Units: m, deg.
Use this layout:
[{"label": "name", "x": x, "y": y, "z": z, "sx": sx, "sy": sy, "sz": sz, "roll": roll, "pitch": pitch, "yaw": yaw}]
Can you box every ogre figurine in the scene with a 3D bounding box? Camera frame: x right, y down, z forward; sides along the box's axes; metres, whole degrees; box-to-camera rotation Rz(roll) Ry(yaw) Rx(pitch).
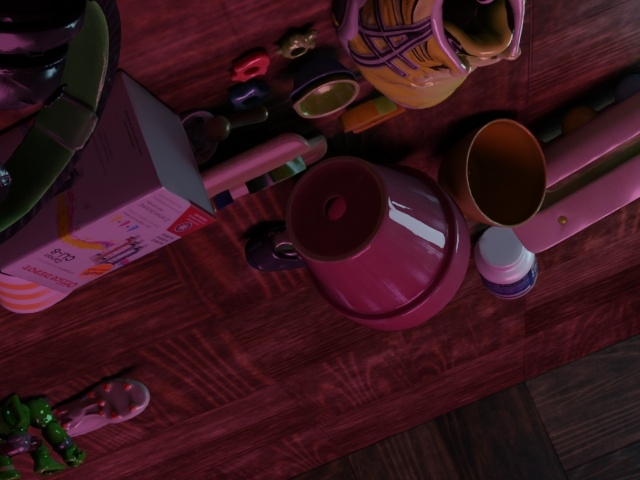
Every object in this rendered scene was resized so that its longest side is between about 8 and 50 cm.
[{"label": "ogre figurine", "x": -0.447, "y": 0.294, "z": 1.884, "sx": 0.197, "sy": 0.118, "sz": 0.097, "roll": -12, "pitch": 163, "yaw": -22}]

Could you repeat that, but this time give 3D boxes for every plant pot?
[{"label": "plant pot", "x": 0.203, "y": -0.081, "z": 1.609, "sx": 0.134, "sy": 0.134, "sz": 0.095, "roll": -9, "pitch": -177, "yaw": -34}, {"label": "plant pot", "x": 0.054, "y": -0.009, "z": 1.508, "sx": 0.201, "sy": 0.201, "sz": 0.180, "roll": -28, "pitch": 154, "yaw": 16}]

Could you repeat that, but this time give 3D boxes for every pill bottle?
[{"label": "pill bottle", "x": 0.291, "y": 0.030, "z": 2.020, "sx": 0.094, "sy": 0.094, "sz": 0.169, "roll": -24, "pitch": 161, "yaw": 5}]

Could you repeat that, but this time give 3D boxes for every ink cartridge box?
[{"label": "ink cartridge box", "x": -0.215, "y": -0.049, "z": 1.204, "sx": 0.176, "sy": 0.127, "sz": 0.128, "roll": -25, "pitch": 161, "yaw": 12}]

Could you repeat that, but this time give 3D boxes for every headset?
[{"label": "headset", "x": -0.239, "y": -0.083, "z": 0.885, "sx": 0.243, "sy": 0.185, "sz": 0.394, "roll": -62, "pitch": 165, "yaw": 9}]

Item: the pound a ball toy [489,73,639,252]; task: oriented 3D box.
[{"label": "pound a ball toy", "x": 0.353, "y": -0.113, "z": 1.706, "sx": 0.319, "sy": 0.136, "sz": 0.208, "roll": -31, "pitch": -176, "yaw": 24}]

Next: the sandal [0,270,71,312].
[{"label": "sandal", "x": -0.312, "y": 0.046, "z": 1.429, "sx": 0.102, "sy": 0.076, "sz": 0.265, "roll": -18, "pitch": 161, "yaw": -12}]

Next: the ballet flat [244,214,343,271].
[{"label": "ballet flat", "x": 0.000, "y": 0.000, "z": 1.665, "sx": 0.203, "sy": 0.074, "sz": 0.074, "roll": -8, "pitch": 156, "yaw": -30}]

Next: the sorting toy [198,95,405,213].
[{"label": "sorting toy", "x": -0.052, "y": -0.074, "z": 1.358, "sx": 0.307, "sy": 0.041, "sz": 0.229, "roll": -25, "pitch": 180, "yaw": 7}]

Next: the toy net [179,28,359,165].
[{"label": "toy net", "x": -0.080, "y": -0.125, "z": 1.273, "sx": 0.232, "sy": 0.045, "sz": 0.122, "roll": -28, "pitch": 161, "yaw": 17}]

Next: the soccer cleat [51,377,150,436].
[{"label": "soccer cleat", "x": -0.344, "y": 0.261, "z": 2.001, "sx": 0.196, "sy": 0.068, "sz": 0.076, "roll": -21, "pitch": 167, "yaw": 20}]

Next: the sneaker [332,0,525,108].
[{"label": "sneaker", "x": 0.101, "y": -0.194, "z": 1.133, "sx": 0.145, "sy": 0.147, "sz": 0.385, "roll": -22, "pitch": 162, "yaw": -5}]
